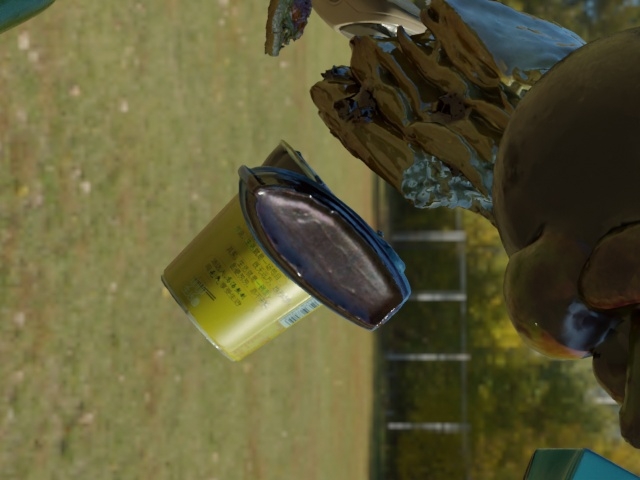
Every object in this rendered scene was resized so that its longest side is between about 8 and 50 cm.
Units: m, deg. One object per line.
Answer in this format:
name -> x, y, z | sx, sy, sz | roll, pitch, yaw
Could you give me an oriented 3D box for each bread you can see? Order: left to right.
bread -> 0.213, -0.104, 1.349 | 0.314, 0.370, 0.191 | 0, 121, -50

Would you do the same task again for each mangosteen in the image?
mangosteen -> 0.176, -0.002, 0.703 | 0.194, 0.194, 0.230 | 86, 25, -47

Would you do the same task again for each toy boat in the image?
toy boat -> 0.000, 0.000, 1.410 | 0.223, 0.100, 0.097 | 43, 3, -15

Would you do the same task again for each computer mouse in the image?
computer mouse -> 0.056, -0.302, 1.794 | 0.082, 0.145, 0.236 | -55, -130, 18

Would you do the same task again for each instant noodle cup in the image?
instant noodle cup -> -0.063, 0.024, 1.722 | 0.215, 0.236, 0.215 | 49, 0, 0

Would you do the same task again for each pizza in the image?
pizza -> -0.017, -0.183, 1.060 | 0.078, 0.025, 0.083 | -29, 132, -66

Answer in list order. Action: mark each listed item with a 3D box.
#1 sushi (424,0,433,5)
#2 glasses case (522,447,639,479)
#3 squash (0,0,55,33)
sushi -> 0.114, -0.436, 1.699 | 0.207, 0.348, 0.234 | -49, -174, -3
glasses case -> 0.311, 0.264, 1.127 | 0.070, 0.301, 0.117 | -65, -175, -12
squash -> -0.311, -0.217, 1.240 | 0.292, 0.082, 0.082 | -55, 147, -59
